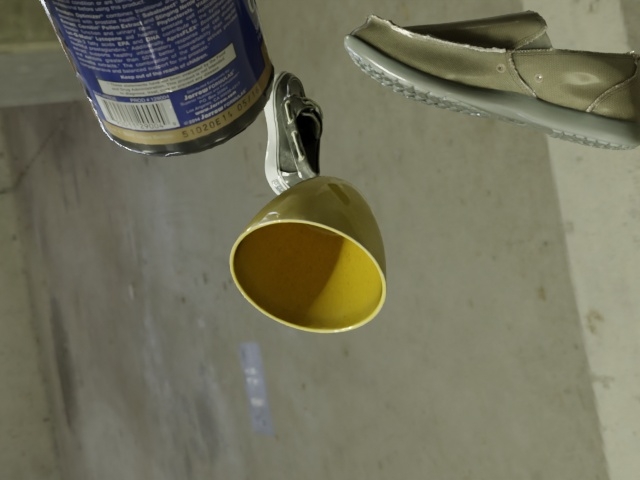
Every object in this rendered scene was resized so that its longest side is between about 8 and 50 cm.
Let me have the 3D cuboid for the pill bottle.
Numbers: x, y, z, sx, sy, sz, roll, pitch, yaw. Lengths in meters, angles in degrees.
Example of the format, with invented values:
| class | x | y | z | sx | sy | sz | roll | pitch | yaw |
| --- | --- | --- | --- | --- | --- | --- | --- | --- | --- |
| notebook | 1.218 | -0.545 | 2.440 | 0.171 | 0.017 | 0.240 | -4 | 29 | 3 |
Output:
| class | x | y | z | sx | sy | sz | roll | pitch | yaw |
| --- | --- | --- | --- | --- | --- | --- | --- | --- | --- |
| pill bottle | -0.106 | -0.163 | 0.575 | 0.219 | 0.123 | 0.123 | 75 | 168 | -49 |

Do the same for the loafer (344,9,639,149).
| class | x | y | z | sx | sy | sz | roll | pitch | yaw |
| --- | --- | --- | --- | --- | --- | --- | --- | --- | --- |
| loafer | 0.144 | -0.143 | 0.800 | 0.094 | 0.251 | 0.087 | -93 | 19 | -86 |

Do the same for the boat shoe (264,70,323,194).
| class | x | y | z | sx | sy | sz | roll | pitch | yaw |
| --- | --- | --- | --- | --- | --- | --- | --- | --- | --- |
| boat shoe | -0.028 | -0.154 | 1.340 | 0.070 | 0.078 | 0.219 | -27 | 47 | 27 |

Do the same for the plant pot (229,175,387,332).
| class | x | y | z | sx | sy | sz | roll | pitch | yaw |
| --- | --- | --- | --- | --- | --- | --- | --- | --- | --- |
| plant pot | 0.000 | 0.000 | 0.854 | 0.134 | 0.134 | 0.095 | 108 | 180 | -47 |
